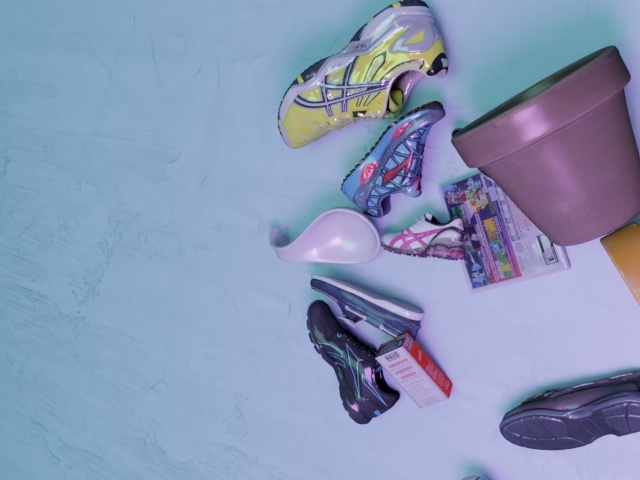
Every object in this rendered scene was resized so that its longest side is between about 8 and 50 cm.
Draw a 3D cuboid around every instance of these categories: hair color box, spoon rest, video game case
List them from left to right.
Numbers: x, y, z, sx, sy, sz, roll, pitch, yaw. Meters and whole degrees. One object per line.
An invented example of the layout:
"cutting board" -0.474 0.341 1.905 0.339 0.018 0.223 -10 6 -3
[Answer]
"spoon rest" 0.000 0.000 1.364 0.276 0.084 0.137 -8 125 41
"hair color box" 0.175 0.244 1.257 0.072 0.043 0.141 -31 108 35
"video game case" 0.315 -0.025 1.169 0.183 0.023 0.201 -20 84 37

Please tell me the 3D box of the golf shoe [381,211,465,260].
"golf shoe" 0.190 -0.009 1.236 0.186 0.067 0.086 2 86 47

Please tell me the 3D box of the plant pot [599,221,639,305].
"plant pot" 0.524 0.040 0.920 0.188 0.205 0.205 -32 76 20

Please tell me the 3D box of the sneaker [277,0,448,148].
"sneaker" 0.065 -0.274 1.254 0.384 0.145 0.147 -36 74 36

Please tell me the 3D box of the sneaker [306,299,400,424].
"sneaker" 0.065 0.232 1.362 0.106 0.101 0.267 -31 83 22

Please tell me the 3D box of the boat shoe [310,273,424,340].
"boat shoe" 0.082 0.133 1.327 0.254 0.095 0.079 19 96 25

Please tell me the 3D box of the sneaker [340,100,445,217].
"sneaker" 0.157 -0.143 1.244 0.125 0.104 0.262 47 128 7

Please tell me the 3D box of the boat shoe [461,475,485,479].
"boat shoe" 0.366 0.559 1.154 0.158 0.127 0.340 -22 90 31

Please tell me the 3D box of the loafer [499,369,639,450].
"loafer" 0.422 0.278 1.103 0.267 0.084 0.096 -25 111 40

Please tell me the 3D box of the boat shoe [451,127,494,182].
"boat shoe" 0.274 -0.145 1.153 0.049 0.040 0.142 -54 50 18

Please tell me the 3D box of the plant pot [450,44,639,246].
"plant pot" 0.361 -0.121 1.002 0.263 0.263 0.229 -26 97 37
